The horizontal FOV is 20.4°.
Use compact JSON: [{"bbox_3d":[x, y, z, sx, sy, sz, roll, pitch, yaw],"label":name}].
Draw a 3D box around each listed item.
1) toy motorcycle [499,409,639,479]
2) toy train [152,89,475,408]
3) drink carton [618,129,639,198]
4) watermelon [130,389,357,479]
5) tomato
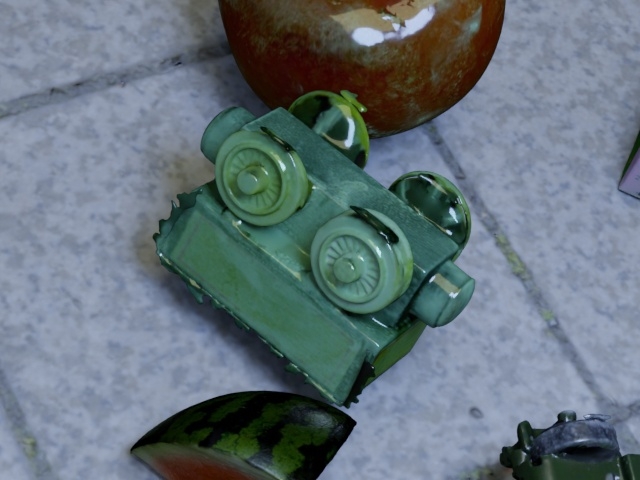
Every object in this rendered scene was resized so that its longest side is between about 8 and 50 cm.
[{"bbox_3d":[0.272,0.249,1.478,0.275,0.127,0.205,7,55,-25],"label":"toy motorcycle"},{"bbox_3d":[0.000,0.000,1.531,0.272,0.188,0.159,38,34,13],"label":"toy train"},{"bbox_3d":[0.423,-0.139,1.798,0.161,0.108,0.271,24,56,3],"label":"drink carton"},{"bbox_3d":[-0.047,0.169,1.447,0.193,0.145,0.137,-4,64,-18],"label":"watermelon"},{"bbox_3d":[0.038,-0.216,1.674,0.270,0.222,0.270,-2,63,4],"label":"tomato"}]
